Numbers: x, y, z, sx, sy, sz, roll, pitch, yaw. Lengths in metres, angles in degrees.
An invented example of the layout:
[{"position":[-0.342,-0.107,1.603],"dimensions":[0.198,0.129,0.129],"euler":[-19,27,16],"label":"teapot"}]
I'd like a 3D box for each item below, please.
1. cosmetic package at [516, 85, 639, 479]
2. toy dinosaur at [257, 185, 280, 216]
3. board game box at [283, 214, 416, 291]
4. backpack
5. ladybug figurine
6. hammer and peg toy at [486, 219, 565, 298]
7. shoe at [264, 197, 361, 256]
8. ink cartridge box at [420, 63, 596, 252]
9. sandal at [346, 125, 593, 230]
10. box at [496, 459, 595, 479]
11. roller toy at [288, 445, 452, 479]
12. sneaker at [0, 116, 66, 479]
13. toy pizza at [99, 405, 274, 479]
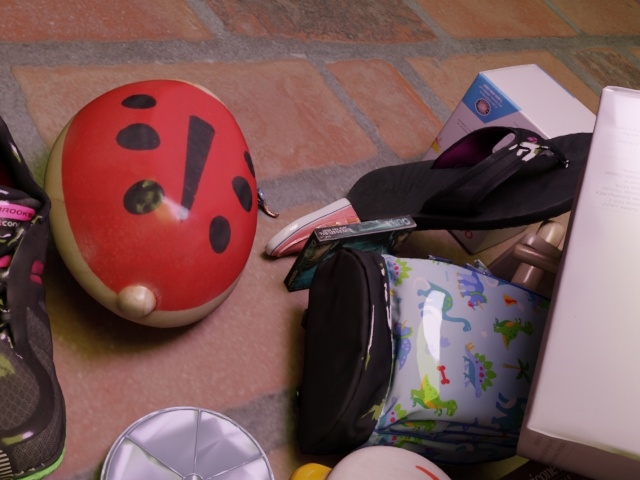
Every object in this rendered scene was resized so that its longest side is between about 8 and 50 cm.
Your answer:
[{"position":[0.332,0.059,0.768],"dimensions":[0.156,0.217,0.384],"euler":[14,68,18],"label":"cosmetic package"},{"position":[-0.115,-0.081,1.173],"dimensions":[0.090,0.047,0.082],"euler":[45,21,-35],"label":"toy dinosaur"},{"position":[0.046,0.020,1.084],"dimensions":[0.186,0.126,0.026],"euler":[-9,55,-34],"label":"board game box"},{"position":[0.178,0.168,0.944],"dimensions":[0.356,0.273,0.290],"euler":[26,52,-26],"label":"backpack"},{"position":[-0.207,-0.078,0.971],"dimensions":[0.305,0.162,0.449],"euler":[27,36,-28],"label":"ladybug figurine"},{"position":[0.377,0.081,1.044],"dimensions":[0.266,0.361,0.127],"euler":[32,67,4],"label":"hammer and peg toy"},{"position":[0.000,0.000,1.124],"dimensions":[0.178,0.063,0.081],"euler":[-29,78,-35],"label":"shoe"},{"position":[0.338,-0.151,1.301],"dimensions":[0.197,0.270,0.198],"euler":[-19,61,-42],"label":"ink cartridge box"},{"position":[0.226,-0.098,1.103],"dimensions":[0.107,0.446,0.167],"euler":[55,39,-38],"label":"sandal"},{"position":[0.275,0.377,0.836],"dimensions":[0.169,0.167,0.203],"euler":[-14,58,-37],"label":"box"},{"position":[0.069,0.333,0.782],"dimensions":[0.191,0.146,0.209],"euler":[-9,54,-35],"label":"roller toy"},{"position":[-0.385,0.041,0.772],"dimensions":[0.185,0.202,0.482],"euler":[-5,52,-31],"label":"sneaker"},{"position":[-0.147,0.282,0.797],"dimensions":[0.202,0.032,0.201],"euler":[16,43,-16],"label":"toy pizza"}]
